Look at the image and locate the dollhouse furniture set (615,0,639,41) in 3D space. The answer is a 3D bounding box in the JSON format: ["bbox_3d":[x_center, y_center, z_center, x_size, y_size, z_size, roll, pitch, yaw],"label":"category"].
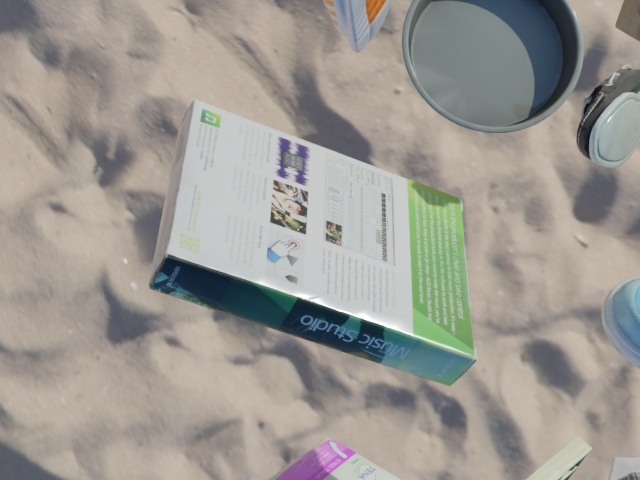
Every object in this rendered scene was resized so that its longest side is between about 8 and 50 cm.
[{"bbox_3d":[0.512,-0.223,1.109,0.174,0.355,0.303,-39,153,-30],"label":"dollhouse furniture set"}]

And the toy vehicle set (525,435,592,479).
[{"bbox_3d":[0.365,0.467,1.939,0.267,0.035,0.166,-27,149,-40],"label":"toy vehicle set"}]

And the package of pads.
[{"bbox_3d":[0.036,0.390,1.464,0.229,0.296,0.101,28,108,17],"label":"package of pads"}]

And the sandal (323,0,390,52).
[{"bbox_3d":[0.038,-0.385,1.545,0.102,0.076,0.265,-52,152,-23],"label":"sandal"}]

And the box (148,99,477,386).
[{"bbox_3d":[0.000,0.000,1.098,0.322,0.232,0.058,19,132,-15],"label":"box"}]

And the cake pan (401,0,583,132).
[{"bbox_3d":[0.274,-0.309,1.759,0.293,0.054,0.293,0,80,-3],"label":"cake pan"}]

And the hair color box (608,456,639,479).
[{"bbox_3d":[0.453,0.445,1.429,0.110,0.185,0.339,61,40,-30],"label":"hair color box"}]

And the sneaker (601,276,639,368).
[{"bbox_3d":[0.424,0.048,0.949,0.319,0.127,0.208,9,145,-2],"label":"sneaker"}]

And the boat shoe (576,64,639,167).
[{"bbox_3d":[0.443,-0.191,1.643,0.302,0.091,0.114,-27,127,-49],"label":"boat shoe"}]
